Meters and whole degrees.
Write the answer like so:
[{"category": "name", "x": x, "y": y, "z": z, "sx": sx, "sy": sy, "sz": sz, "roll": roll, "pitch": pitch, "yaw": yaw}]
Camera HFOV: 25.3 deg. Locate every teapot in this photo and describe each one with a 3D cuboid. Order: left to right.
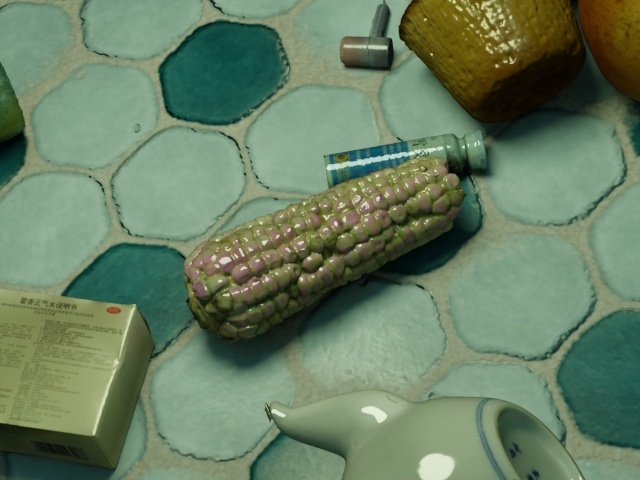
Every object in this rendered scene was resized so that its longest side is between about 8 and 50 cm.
[{"category": "teapot", "x": 0.114, "y": 0.292, "z": 1.353, "sx": 0.280, "sy": 0.252, "sz": 0.424, "roll": -42, "pitch": 81, "yaw": 22}]

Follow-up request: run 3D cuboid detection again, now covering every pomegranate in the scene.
[{"category": "pomegranate", "x": 0.425, "y": -0.269, "z": 1.625, "sx": 0.264, "sy": 0.264, "sz": 0.264, "roll": -5, "pitch": 58, "yaw": 7}]

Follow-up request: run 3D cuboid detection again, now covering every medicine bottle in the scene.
[{"category": "medicine bottle", "x": 0.100, "y": -0.093, "z": 1.686, "sx": 0.191, "sy": 0.051, "sz": 0.051, "roll": -9, "pitch": 58, "yaw": 5}]

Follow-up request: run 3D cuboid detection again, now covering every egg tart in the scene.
[{"category": "egg tart", "x": 0.214, "y": -0.248, "z": 1.682, "sx": 0.215, "sy": 0.215, "sz": 0.170, "roll": -26, "pitch": 70, "yaw": -6}]

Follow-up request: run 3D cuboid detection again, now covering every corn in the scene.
[{"category": "corn", "x": 0.001, "y": 0.001, "z": 1.607, "sx": 0.335, "sy": 0.126, "sz": 0.126, "roll": -28, "pitch": 58, "yaw": -9}]

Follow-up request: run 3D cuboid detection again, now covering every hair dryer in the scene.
[{"category": "hair dryer", "x": 0.067, "y": -0.268, "z": 1.812, "sx": 0.063, "sy": 0.037, "sz": 0.114, "roll": 5, "pitch": 52, "yaw": 15}]

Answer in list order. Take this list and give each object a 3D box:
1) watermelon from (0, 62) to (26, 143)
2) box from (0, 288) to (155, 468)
[{"category": "watermelon", "x": -0.503, "y": -0.213, "z": 1.771, "sx": 0.262, "sy": 0.213, "sz": 0.201, "roll": -11, "pitch": 57, "yaw": 4}, {"category": "box", "x": -0.313, "y": 0.148, "z": 1.587, "sx": 0.212, "sy": 0.095, "sz": 0.168, "roll": 7, "pitch": 62, "yaw": 13}]
